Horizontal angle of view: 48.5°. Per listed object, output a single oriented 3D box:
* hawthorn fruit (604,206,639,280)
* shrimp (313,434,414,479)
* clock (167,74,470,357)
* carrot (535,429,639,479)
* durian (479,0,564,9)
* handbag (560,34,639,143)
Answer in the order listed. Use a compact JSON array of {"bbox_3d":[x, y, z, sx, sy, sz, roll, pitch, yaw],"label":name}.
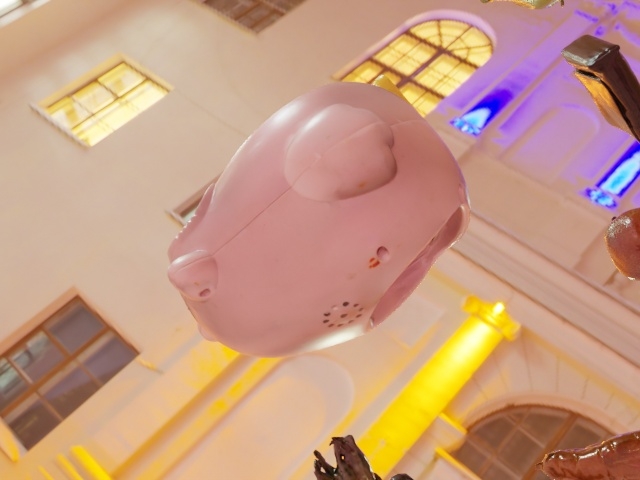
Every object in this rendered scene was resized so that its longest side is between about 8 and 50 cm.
[{"bbox_3d":[0.726,-0.001,1.610,0.169,0.169,0.188,80,-10,-49],"label":"hawthorn fruit"},{"bbox_3d":[0.078,0.371,0.544,0.272,0.085,0.445,-41,-116,46],"label":"shrimp"},{"bbox_3d":[0.000,0.000,0.915,0.250,0.376,0.368,50,-14,17],"label":"clock"},{"bbox_3d":[0.312,0.184,0.608,0.247,0.059,0.059,-8,-47,11],"label":"carrot"},{"bbox_3d":[0.172,-0.342,0.583,0.255,0.204,0.339,-20,-34,36],"label":"durian"},{"bbox_3d":[0.596,-0.306,1.431,0.223,0.080,0.247,49,17,-14],"label":"handbag"}]
